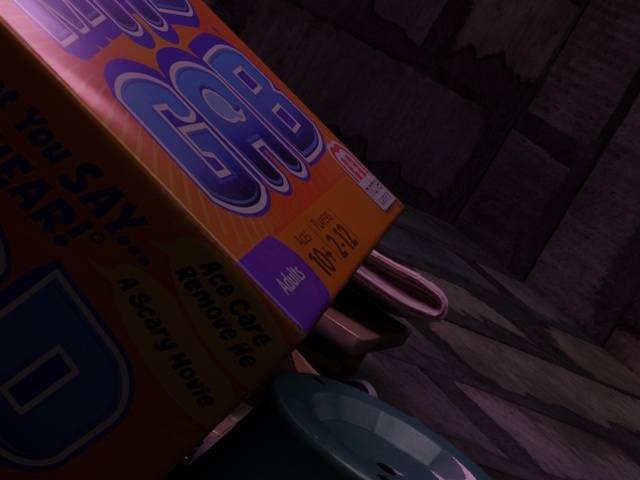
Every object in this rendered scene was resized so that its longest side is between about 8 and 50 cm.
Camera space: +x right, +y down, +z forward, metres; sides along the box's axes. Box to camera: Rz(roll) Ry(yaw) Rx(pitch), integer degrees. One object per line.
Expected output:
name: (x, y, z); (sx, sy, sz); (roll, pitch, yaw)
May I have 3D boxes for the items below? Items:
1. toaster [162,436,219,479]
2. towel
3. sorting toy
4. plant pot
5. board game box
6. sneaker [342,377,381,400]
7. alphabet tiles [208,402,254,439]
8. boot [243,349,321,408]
toaster: (-0.038, 0.230, 1.211); (0.185, 0.110, 0.168); (27, -12, -21)
towel: (0.000, 0.000, 1.963); (0.317, 0.053, 0.332); (35, -4, -7)
sorting toy: (-0.041, 0.086, 1.912); (0.255, 0.089, 0.257); (33, 8, 15)
plant pot: (-0.011, 0.235, 0.982); (0.271, 0.255, 0.272); (30, 10, -6)
board game box: (-0.216, 0.006, 0.935); (0.356, 0.356, 0.356); (46, 16, 0)
sneaker: (0.043, 0.228, 1.737); (0.098, 0.083, 0.223); (1, 18, -26)
alphabet tiles: (-0.170, 0.153, 1.422); (0.237, 0.009, 0.198); (25, 21, 17)
boot: (-0.094, 0.158, 1.598); (0.248, 0.090, 0.207); (20, 14, 39)
